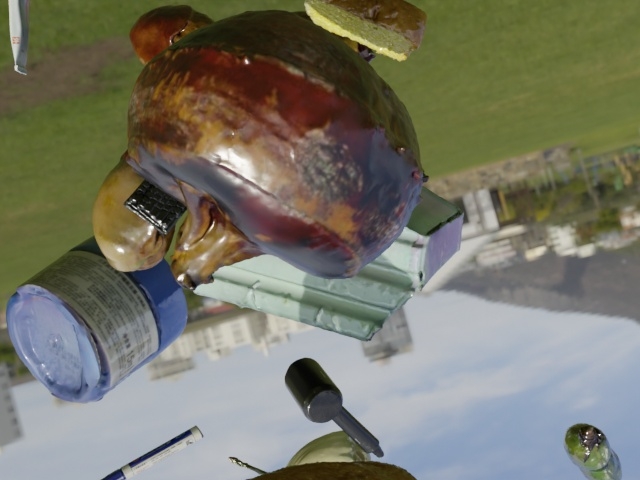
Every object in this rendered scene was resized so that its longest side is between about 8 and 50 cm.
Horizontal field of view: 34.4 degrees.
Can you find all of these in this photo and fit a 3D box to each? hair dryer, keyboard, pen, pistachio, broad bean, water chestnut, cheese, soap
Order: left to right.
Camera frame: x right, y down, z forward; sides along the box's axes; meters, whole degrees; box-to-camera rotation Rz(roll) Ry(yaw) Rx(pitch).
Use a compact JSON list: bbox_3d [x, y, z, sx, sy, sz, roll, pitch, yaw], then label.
[{"bbox_3d":[-0.274,-0.054,1.559,0.131,0.210,0.165,12,163,-42],"label":"pistachio"},{"bbox_3d":[-0.286,0.360,1.688,0.204,0.025,0.025,-26,-177,-20],"label":"pen"},{"bbox_3d":[-0.294,-0.405,2.106,0.229,0.122,0.156,25,-121,42],"label":"broad bean"},{"bbox_3d":[-0.181,-0.106,1.440,0.231,0.072,0.023,-56,-176,-38],"label":"keyboard"},{"bbox_3d":[-0.062,-0.074,1.126,0.351,0.302,0.350,27,170,5],"label":"water chestnut"},{"bbox_3d":[0.000,0.000,1.699,0.446,0.261,0.156,13,-161,31],"label":"soap"},{"bbox_3d":[0.039,0.309,1.754,0.070,0.248,0.114,-41,-152,-2],"label":"hair dryer"},{"bbox_3d":[0.053,0.491,1.942,0.233,0.266,0.127,-26,-167,28],"label":"cheese"},{"bbox_3d":[0.407,0.321,1.547,0.061,0.077,0.339,-47,149,-2],"label":"broad bean"}]

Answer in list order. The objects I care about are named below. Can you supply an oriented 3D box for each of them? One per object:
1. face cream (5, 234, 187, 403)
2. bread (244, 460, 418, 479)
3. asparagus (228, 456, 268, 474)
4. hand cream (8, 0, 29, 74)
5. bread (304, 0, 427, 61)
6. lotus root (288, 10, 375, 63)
[{"bbox_3d":[-0.398,0.134,1.823,0.249,0.249,0.225,-16,-165,42],"label":"face cream"},{"bbox_3d":[0.038,0.355,1.013,0.337,0.328,0.148,5,135,-42],"label":"bread"},{"bbox_3d":[-0.110,0.466,2.063,0.166,0.013,0.016,26,140,-11],"label":"asparagus"},{"bbox_3d":[-0.495,-0.385,1.706,0.038,0.216,0.052,2,-178,29],"label":"hand cream"},{"bbox_3d":[0.060,-0.323,1.473,0.188,0.065,0.103,20,172,3],"label":"bread"},{"bbox_3d":[-0.040,-0.291,1.651,0.260,0.145,0.128,-5,-172,15],"label":"lotus root"}]
